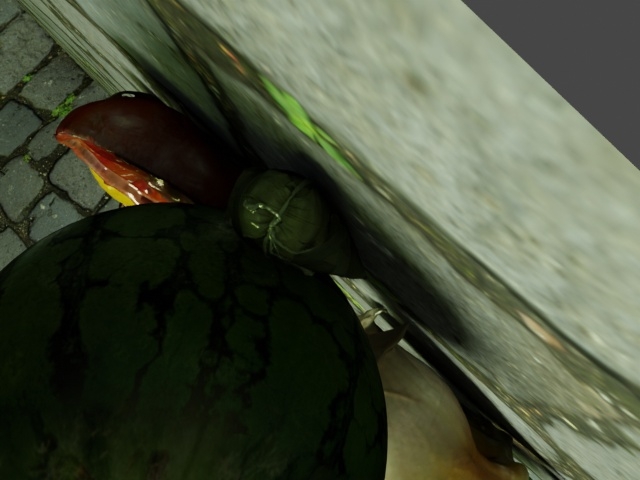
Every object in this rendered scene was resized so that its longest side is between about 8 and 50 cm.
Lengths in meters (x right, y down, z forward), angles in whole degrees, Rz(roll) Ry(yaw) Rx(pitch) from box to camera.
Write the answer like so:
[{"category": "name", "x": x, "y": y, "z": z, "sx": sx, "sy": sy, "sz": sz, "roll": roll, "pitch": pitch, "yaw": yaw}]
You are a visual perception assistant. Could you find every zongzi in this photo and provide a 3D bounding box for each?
[{"category": "zongzi", "x": 0.000, "y": 0.000, "z": 0.358, "sx": 0.119, "sy": 0.055, "sz": 0.109, "roll": 34, "pitch": 178, "yaw": -16}]

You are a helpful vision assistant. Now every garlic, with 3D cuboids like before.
[{"category": "garlic", "x": 0.104, "y": 0.225, "z": 0.690, "sx": 0.313, "sy": 0.286, "sz": 0.249, "roll": 40, "pitch": 132, "yaw": -18}]

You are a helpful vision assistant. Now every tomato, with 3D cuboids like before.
[{"category": "tomato", "x": -0.149, "y": -0.079, "z": 0.607, "sx": 0.228, "sy": 0.101, "sz": 0.228, "roll": 30, "pitch": 167, "yaw": 7}]

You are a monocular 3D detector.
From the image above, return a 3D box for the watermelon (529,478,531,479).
[{"category": "watermelon", "x": 0.379, "y": 0.552, "z": 1.364, "sx": 0.260, "sy": 0.256, "sz": 0.176, "roll": 38, "pitch": -138, "yaw": -23}]

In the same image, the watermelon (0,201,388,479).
[{"category": "watermelon", "x": -0.114, "y": 0.136, "z": 0.456, "sx": 0.363, "sy": 0.363, "sz": 0.363, "roll": 43, "pitch": 175, "yaw": 5}]

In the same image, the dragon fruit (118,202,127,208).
[{"category": "dragon fruit", "x": -0.305, "y": -0.084, "z": 1.209, "sx": 0.227, "sy": 0.224, "sz": 0.224, "roll": 46, "pitch": 175, "yaw": -3}]

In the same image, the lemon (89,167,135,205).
[{"category": "lemon", "x": -0.244, "y": -0.114, "z": 0.802, "sx": 0.142, "sy": 0.142, "sz": 0.187, "roll": 40, "pitch": 172, "yaw": 35}]
